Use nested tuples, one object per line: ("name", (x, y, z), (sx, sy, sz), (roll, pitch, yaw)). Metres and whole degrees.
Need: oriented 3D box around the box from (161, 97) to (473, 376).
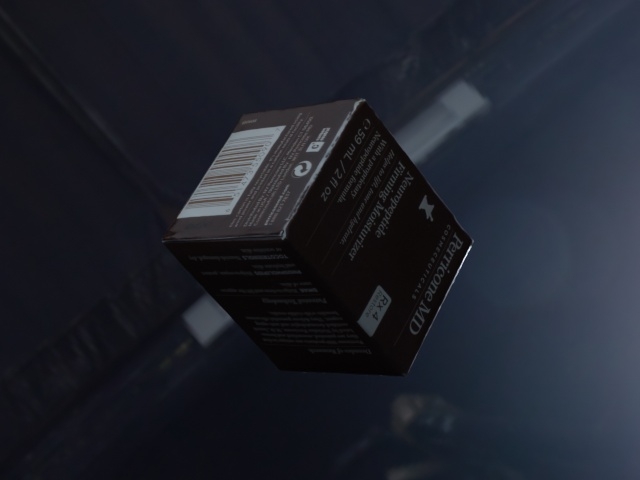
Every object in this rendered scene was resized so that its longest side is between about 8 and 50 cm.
("box", (0.000, 0.000, 1.315), (0.167, 0.203, 0.168), (-3, -132, 45))
